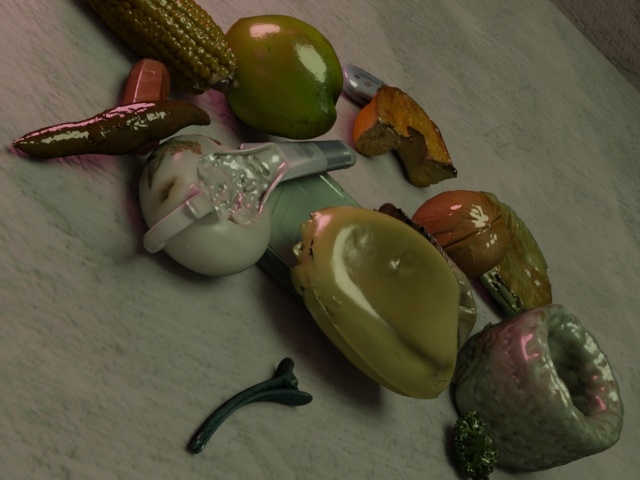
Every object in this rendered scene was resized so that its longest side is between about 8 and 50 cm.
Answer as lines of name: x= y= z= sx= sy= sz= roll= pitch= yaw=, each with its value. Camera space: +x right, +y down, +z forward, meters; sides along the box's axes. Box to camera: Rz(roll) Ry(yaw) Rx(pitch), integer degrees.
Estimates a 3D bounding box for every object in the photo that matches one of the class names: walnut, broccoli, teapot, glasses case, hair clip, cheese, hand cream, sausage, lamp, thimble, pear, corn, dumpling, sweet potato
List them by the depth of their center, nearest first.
sweet potato: x=-0.262 y=-0.138 z=1.213 sx=0.274 sy=0.067 sz=0.067 roll=-17 pitch=76 yaw=-33
hair clip: x=-0.097 y=0.213 z=1.222 sx=0.230 sy=0.039 sz=0.070 roll=-18 pitch=78 yaw=-53
teapot: x=-0.147 y=-0.048 z=1.274 sx=0.204 sy=0.139 sz=0.298 roll=55 pitch=31 yaw=-10
sausage: x=-0.244 y=-0.197 z=1.337 sx=0.065 sy=0.065 sz=0.169 roll=35 pitch=38 yaw=-33
corn: x=-0.244 y=-0.329 z=1.402 sx=0.322 sy=0.119 sz=0.119 roll=43 pitch=35 yaw=-22
cheese: x=0.082 y=0.071 z=1.408 sx=0.316 sy=0.128 sz=0.259 roll=35 pitch=41 yaw=-26
hand cream: x=-0.032 y=-0.126 z=1.494 sx=0.079 sy=0.048 sz=0.255 roll=46 pitch=29 yaw=20
pear: x=-0.055 y=-0.255 z=1.517 sx=0.220 sy=0.187 sz=0.187 roll=39 pitch=23 yaw=26
lamp: x=0.000 y=0.000 z=1.518 sx=0.266 sy=0.047 sz=0.269 roll=43 pitch=36 yaw=-19
broccoli: x=0.252 y=0.330 z=1.542 sx=0.095 sy=0.092 sz=0.097 roll=43 pitch=51 yaw=0
dumpling: x=0.197 y=0.067 z=1.618 sx=0.086 sy=0.166 sz=0.332 roll=-10 pitch=70 yaw=-37
thimble: x=0.384 y=0.255 z=1.688 sx=0.291 sy=0.195 sz=0.291 roll=34 pitch=40 yaw=-35
walnut: x=0.244 y=-0.009 z=1.729 sx=0.165 sy=0.197 sz=0.165 roll=6 pitch=80 yaw=-36
glasses case: x=0.102 y=-0.296 z=1.915 sx=0.178 sy=0.045 sz=0.067 roll=23 pitch=47 yaw=-44

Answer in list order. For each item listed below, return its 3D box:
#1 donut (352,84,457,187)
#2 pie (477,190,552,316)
donut: x=0.159 y=-0.214 z=1.871 sx=0.259 sy=0.101 sz=0.152 roll=27 pitch=43 yaw=-39
pie: x=0.387 y=0.038 z=1.995 sx=0.306 sy=0.071 sz=0.306 roll=30 pitch=44 yaw=-35
